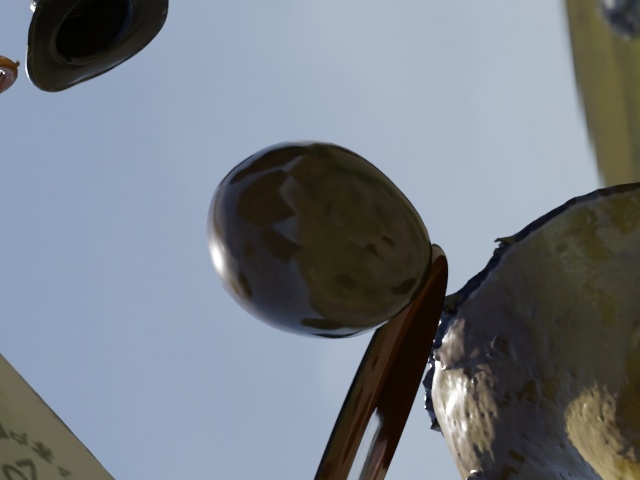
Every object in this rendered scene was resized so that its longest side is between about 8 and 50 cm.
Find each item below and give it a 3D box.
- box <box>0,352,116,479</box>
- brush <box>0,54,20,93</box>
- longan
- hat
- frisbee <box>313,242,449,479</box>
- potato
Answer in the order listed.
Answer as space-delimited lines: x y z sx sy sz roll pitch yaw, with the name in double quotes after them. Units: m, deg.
-0.227 0.047 0.524 0.330 0.210 0.095 45 -164 13 "box"
-0.329 -0.049 1.172 0.090 0.314 0.017 62 -174 -70 "brush"
0.000 0.000 0.909 0.113 0.113 0.092 4 -76 -76 "longan"
-0.159 -0.151 1.277 0.050 0.121 0.121 47 176 27 "hat"
0.031 0.119 1.189 0.251 0.021 0.250 20 -90 -79 "frisbee"
0.264 0.144 1.364 0.290 0.397 0.296 43 -156 -40 "potato"
